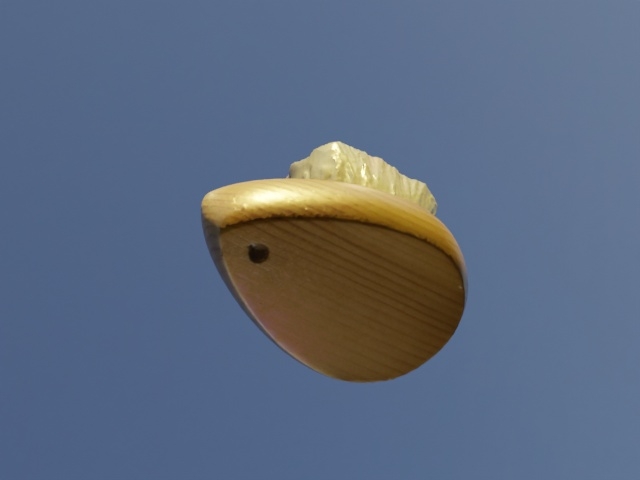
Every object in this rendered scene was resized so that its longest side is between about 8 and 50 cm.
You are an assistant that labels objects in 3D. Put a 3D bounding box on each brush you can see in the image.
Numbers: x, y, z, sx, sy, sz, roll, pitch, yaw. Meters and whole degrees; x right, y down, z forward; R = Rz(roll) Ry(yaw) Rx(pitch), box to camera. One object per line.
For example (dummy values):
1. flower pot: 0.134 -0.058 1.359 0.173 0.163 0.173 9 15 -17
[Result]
1. brush: 0.000 0.000 1.364 0.266 0.166 0.174 28 -67 -31
